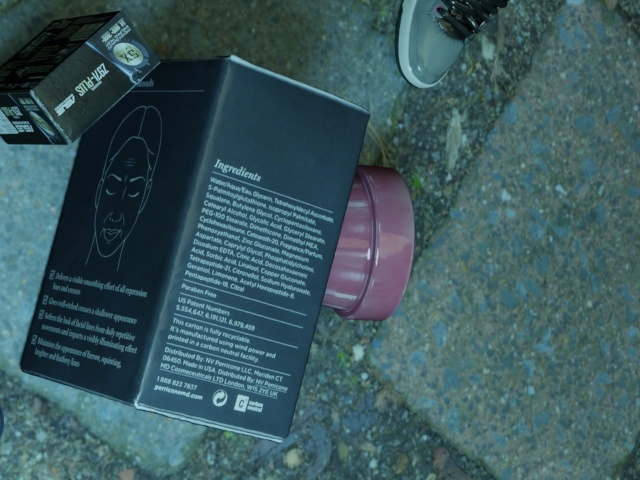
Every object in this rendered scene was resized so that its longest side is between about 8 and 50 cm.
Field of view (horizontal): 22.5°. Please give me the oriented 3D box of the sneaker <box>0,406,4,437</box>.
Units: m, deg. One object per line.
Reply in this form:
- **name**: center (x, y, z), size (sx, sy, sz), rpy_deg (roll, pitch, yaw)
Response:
- **sneaker**: center (-0.470, 0.173, 1.753), size (0.319, 0.131, 0.112), rpy_deg (19, 68, -36)

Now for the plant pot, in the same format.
- **plant pot**: center (0.000, 0.000, 2.050), size (0.180, 0.201, 0.201), rpy_deg (3, 92, -19)

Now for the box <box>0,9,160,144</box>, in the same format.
- **box**: center (-0.292, -0.183, 1.825), size (0.147, 0.180, 0.077), rpy_deg (-47, 116, -23)

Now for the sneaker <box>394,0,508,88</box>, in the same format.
- **sneaker**: center (0.224, -0.339, 2.170), size (0.124, 0.178, 0.295), rpy_deg (30, 77, -33)

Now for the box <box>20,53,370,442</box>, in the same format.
- **box**: center (-0.151, 0.003, 1.871), size (0.212, 0.293, 0.395), rpy_deg (17, 85, -35)
